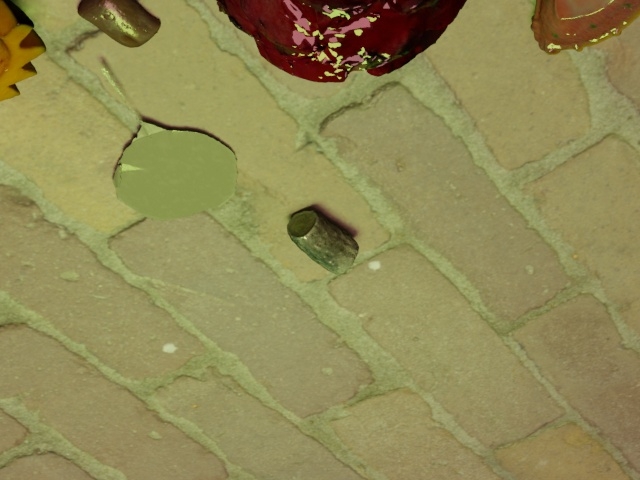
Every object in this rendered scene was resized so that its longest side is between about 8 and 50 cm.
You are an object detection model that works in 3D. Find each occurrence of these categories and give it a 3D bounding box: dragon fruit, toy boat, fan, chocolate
[{"bbox_3d":[0.022,-0.328,1.580,0.329,0.329,0.329,-4,135,-4],"label":"dragon fruit"},{"bbox_3d":[0.361,-0.342,1.778,0.141,0.099,0.318,45,125,8],"label":"toy boat"},{"bbox_3d":[-0.226,-0.133,1.958,0.182,0.010,0.310,-19,137,10],"label":"fan"},{"bbox_3d":[-0.252,-0.272,1.803,0.064,0.031,0.100,-30,133,27],"label":"chocolate"}]

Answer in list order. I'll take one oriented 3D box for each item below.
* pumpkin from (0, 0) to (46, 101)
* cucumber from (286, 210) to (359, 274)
[{"bbox_3d":[-0.443,-0.242,1.780,0.254,0.149,0.130,-39,168,27],"label":"pumpkin"},{"bbox_3d":[0.002,0.001,2.095,0.064,0.064,0.112,-35,127,25],"label":"cucumber"}]
